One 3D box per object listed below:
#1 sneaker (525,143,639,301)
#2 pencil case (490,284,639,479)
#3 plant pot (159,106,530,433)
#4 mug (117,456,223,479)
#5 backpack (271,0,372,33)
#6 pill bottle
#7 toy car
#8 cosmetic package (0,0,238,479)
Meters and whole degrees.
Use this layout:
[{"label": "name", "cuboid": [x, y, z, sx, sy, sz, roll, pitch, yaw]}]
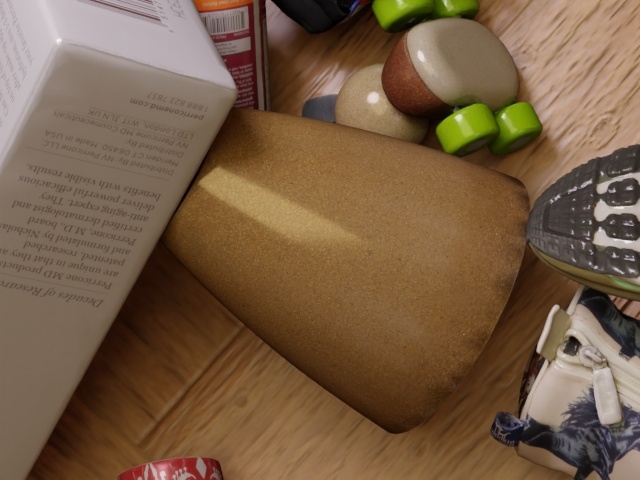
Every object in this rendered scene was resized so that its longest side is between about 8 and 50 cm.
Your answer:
[{"label": "sneaker", "cuboid": [0.359, 0.048, 1.509, 0.410, 0.182, 0.158, 10, 46, 9]}, {"label": "pencil case", "cuboid": [0.349, 0.183, 1.553, 0.410, 0.183, 0.160, 27, 91, 15]}, {"label": "plant pot", "cuboid": [0.000, 0.000, 1.590, 0.254, 0.237, 0.237, 26, 84, -14]}, {"label": "mug", "cuboid": [-0.106, 0.281, 1.688, 0.113, 0.150, 0.169, -29, 65, 43]}, {"label": "backpack", "cuboid": [0.002, -0.329, 1.706, 0.213, 0.276, 0.263, -25, 83, -23]}, {"label": "pill bottle", "cuboid": [-0.104, -0.131, 1.710, 0.121, 0.121, 0.221, 2, 108, 13]}, {"label": "toy car", "cuboid": [0.071, -0.117, 1.725, 0.188, 0.149, 0.155, -34, 75, 32]}, {"label": "cosmetic package", "cuboid": [-0.257, -0.023, 1.596, 0.453, 0.161, 0.230, -58, 35, 28]}]
